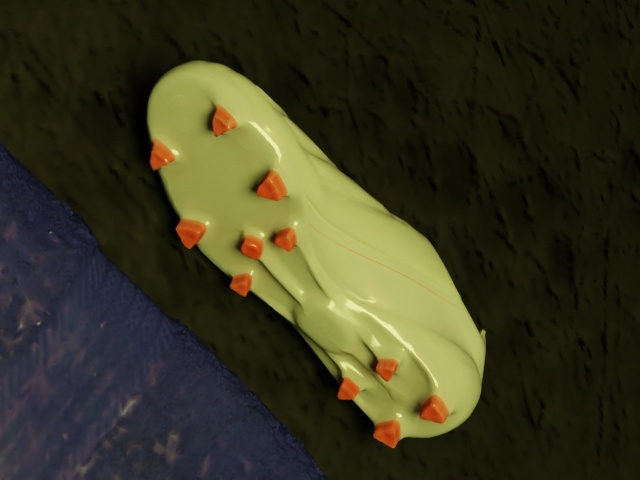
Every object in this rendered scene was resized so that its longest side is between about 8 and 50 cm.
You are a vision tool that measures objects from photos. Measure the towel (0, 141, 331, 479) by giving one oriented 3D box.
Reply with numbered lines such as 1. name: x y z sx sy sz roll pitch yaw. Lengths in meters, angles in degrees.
1. towel: -0.121 0.109 0.601 0.308 0.076 0.227 47 61 -20

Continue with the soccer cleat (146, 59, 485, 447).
1. soccer cleat: 0.000 0.000 0.734 0.196 0.068 0.076 51 37 -18
